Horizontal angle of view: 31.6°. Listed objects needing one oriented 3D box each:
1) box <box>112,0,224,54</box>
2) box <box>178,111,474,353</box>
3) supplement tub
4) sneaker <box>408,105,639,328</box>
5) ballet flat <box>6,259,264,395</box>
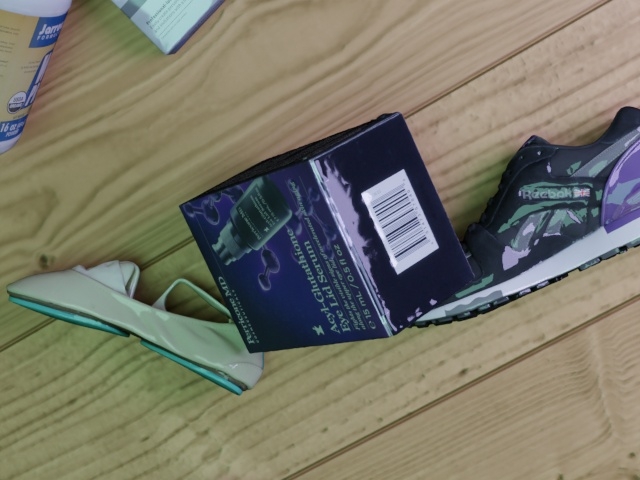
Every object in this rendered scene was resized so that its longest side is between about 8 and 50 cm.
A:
[{"bbox_3d":[-0.149,-0.280,0.991,0.145,0.038,0.186,-43,93,12],"label":"box"},{"bbox_3d":[0.000,0.000,0.944,0.207,0.108,0.153,-16,102,53],"label":"box"},{"bbox_3d":[-0.295,-0.186,0.956,0.144,0.144,0.200,28,114,0],"label":"supplement tub"},{"bbox_3d":[0.182,-0.020,0.993,0.283,0.107,0.124,-25,82,7],"label":"sneaker"},{"bbox_3d":[-0.164,0.064,1.051,0.248,0.086,0.086,22,103,0],"label":"ballet flat"}]
